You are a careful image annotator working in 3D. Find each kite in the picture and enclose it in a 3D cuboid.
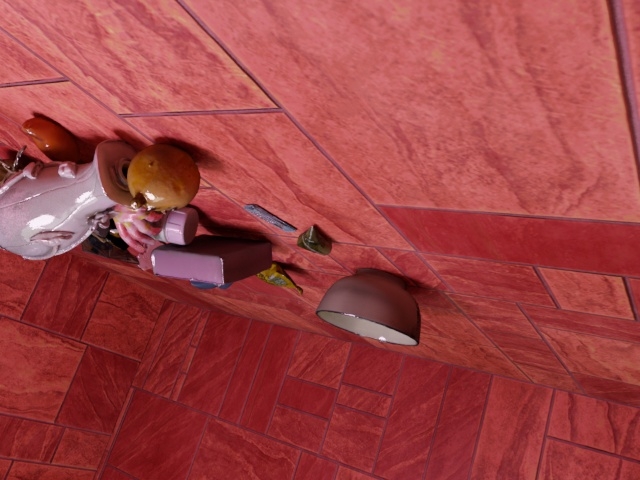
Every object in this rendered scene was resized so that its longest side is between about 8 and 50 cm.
[{"bbox_3d":[-0.769,-0.032,2.183,0.011,0.314,0.335,-31,101,27],"label":"kite"}]

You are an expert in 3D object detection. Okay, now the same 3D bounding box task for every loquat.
[{"bbox_3d":[-0.381,-0.143,1.444,0.172,0.204,0.149,28,146,7],"label":"loquat"}]

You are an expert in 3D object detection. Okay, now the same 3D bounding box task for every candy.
[{"bbox_3d":[-0.202,0.117,2.299,0.297,0.081,0.187,24,169,35],"label":"candy"}]

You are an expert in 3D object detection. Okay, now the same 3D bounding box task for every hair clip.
[{"bbox_3d":[-0.722,0.061,2.576,0.102,0.138,0.123,-1,148,37],"label":"hair clip"}]

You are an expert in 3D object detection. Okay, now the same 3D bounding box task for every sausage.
[{"bbox_3d":[-0.715,-0.268,1.602,0.089,0.089,0.179,11,159,24],"label":"sausage"}]

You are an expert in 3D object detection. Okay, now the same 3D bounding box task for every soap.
[{"bbox_3d":[-0.352,0.055,1.975,0.296,0.107,0.285,5,-169,29],"label":"soap"}]

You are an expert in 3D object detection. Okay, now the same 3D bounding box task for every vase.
[{"bbox_3d":[-0.662,-0.110,1.586,0.445,0.250,0.250,-18,147,25],"label":"vase"}]

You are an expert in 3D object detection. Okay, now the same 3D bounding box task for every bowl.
[{"bbox_3d":[0.176,0.208,1.980,0.354,0.185,0.354,17,164,5],"label":"bowl"}]

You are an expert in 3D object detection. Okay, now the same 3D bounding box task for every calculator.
[{"bbox_3d":[-0.143,-0.063,1.753,0.172,0.018,0.057,30,162,-38],"label":"calculator"}]

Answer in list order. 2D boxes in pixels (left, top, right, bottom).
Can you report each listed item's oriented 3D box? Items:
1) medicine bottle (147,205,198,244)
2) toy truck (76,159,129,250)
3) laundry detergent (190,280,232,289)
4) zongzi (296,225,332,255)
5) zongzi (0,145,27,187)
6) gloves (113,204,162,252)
[{"bbox_3d":[-0.490,-0.061,1.927,0.168,0.135,0.135,12,163,9],"label":"medicine bottle"},{"bbox_3d":[-0.731,-0.113,1.954,0.254,0.180,0.405,24,168,6],"label":"toy truck"},{"bbox_3d":[-0.418,0.129,2.466,0.290,0.143,0.094,-5,148,46],"label":"laundry detergent"},{"bbox_3d":[0.000,0.000,1.743,0.109,0.055,0.119,21,153,-17],"label":"zongzi"},{"bbox_3d":[-1.115,-0.175,2.077,0.467,0.218,0.500,14,163,14],"label":"zongzi"},{"bbox_3d":[-0.557,-0.074,1.800,0.145,0.241,0.126,0,-166,6],"label":"gloves"}]
